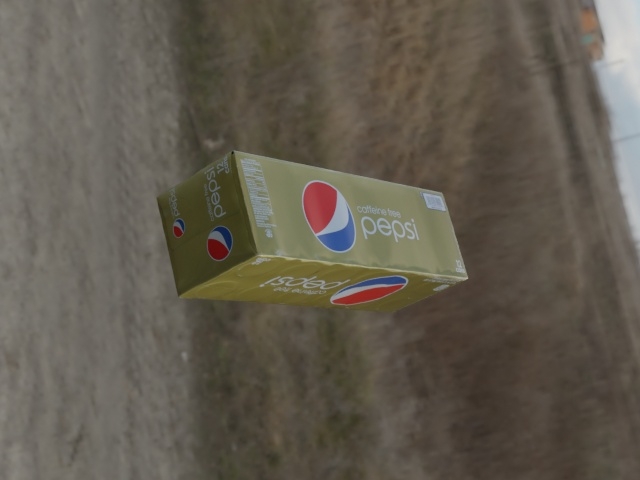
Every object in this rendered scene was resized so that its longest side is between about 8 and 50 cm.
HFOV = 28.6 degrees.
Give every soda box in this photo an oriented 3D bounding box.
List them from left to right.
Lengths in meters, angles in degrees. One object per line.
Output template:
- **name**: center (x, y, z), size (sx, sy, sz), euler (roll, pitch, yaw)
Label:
- **soda box**: center (0.000, 0.000, 0.686), size (0.181, 0.061, 0.058), euler (8, 61, -49)
